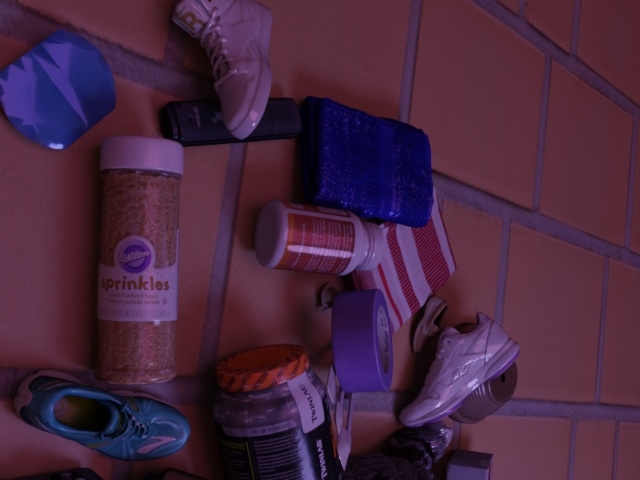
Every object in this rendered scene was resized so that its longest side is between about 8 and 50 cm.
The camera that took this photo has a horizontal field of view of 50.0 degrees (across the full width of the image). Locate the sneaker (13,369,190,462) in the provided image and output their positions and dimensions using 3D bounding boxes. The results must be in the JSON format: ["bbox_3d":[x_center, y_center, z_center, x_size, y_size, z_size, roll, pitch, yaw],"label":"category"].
[{"bbox_3d":[-0.301,0.266,0.991,0.275,0.110,0.107,27,71,-39],"label":"sneaker"}]

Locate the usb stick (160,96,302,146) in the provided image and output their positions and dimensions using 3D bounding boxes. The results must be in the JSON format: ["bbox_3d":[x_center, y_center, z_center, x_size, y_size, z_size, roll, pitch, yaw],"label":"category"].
[{"bbox_3d":[-0.145,-0.207,1.185,0.278,0.045,0.077,-12,95,-41],"label":"usb stick"}]

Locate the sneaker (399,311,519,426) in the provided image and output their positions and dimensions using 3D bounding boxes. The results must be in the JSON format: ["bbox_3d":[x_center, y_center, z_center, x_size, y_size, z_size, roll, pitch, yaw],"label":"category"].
[{"bbox_3d":[0.278,0.281,1.496,0.305,0.114,0.152,-38,80,-7],"label":"sneaker"}]

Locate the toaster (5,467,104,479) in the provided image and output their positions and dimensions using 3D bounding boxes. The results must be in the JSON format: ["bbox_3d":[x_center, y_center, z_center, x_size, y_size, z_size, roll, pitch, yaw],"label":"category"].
[{"bbox_3d":[-0.377,0.413,0.919,0.168,0.110,0.186,5,86,-41],"label":"toaster"}]

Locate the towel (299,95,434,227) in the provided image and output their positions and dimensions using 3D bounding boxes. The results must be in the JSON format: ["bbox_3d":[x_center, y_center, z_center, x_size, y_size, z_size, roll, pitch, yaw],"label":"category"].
[{"bbox_3d":[0.101,-0.154,1.349,0.308,0.076,0.228,8,70,-37],"label":"towel"}]

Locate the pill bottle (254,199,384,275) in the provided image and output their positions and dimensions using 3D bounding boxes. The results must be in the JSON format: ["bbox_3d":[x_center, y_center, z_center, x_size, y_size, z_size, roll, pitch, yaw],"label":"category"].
[{"bbox_3d":[0.000,0.000,1.232,0.216,0.121,0.121,8,84,-27],"label":"pill bottle"}]

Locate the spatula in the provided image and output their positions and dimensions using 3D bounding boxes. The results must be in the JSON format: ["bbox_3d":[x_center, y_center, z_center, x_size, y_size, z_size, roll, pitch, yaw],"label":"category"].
[{"bbox_3d":[0.036,0.290,1.264,0.242,0.019,0.168,-72,148,-75],"label":"spatula"}]

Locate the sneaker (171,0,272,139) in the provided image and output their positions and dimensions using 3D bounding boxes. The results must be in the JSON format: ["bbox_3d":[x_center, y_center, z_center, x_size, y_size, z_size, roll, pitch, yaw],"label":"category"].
[{"bbox_3d":[-0.169,-0.306,1.102,0.169,0.108,0.293,25,47,-36],"label":"sneaker"}]

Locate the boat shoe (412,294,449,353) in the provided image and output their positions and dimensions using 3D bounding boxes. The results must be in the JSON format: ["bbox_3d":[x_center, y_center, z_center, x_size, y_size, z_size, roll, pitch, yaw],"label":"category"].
[{"bbox_3d":[0.244,0.189,1.511,0.050,0.045,0.136,20,90,-55],"label":"boat shoe"}]

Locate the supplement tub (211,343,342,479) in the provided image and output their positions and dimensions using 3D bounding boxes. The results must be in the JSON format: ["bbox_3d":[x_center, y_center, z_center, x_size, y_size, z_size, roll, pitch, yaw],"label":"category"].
[{"bbox_3d":[-0.071,0.345,1.141,0.193,0.193,0.316,-17,101,-41],"label":"supplement tub"}]

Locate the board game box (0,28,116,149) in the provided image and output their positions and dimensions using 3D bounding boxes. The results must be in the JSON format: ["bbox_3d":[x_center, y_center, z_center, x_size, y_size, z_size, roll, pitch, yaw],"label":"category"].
[{"bbox_3d":[-0.378,-0.214,0.987,0.169,0.033,0.133,-49,125,-26],"label":"board game box"}]

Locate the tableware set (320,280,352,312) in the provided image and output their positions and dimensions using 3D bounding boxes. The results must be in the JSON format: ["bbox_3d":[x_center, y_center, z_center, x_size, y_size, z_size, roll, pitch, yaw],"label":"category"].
[{"bbox_3d":[0.048,0.070,1.370,0.141,0.020,0.169,-4,92,-42],"label":"tableware set"}]

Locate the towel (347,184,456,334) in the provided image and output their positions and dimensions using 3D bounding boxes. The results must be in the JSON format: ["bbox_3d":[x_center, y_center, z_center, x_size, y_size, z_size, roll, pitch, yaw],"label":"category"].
[{"bbox_3d":[0.182,0.047,1.466,0.329,0.037,0.237,-37,118,-39],"label":"towel"}]

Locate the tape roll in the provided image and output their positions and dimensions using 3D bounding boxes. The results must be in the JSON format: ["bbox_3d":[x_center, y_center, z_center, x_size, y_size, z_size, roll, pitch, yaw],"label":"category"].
[{"bbox_3d":[0.081,0.187,1.282,0.189,0.080,0.189,-7,90,-76],"label":"tape roll"}]

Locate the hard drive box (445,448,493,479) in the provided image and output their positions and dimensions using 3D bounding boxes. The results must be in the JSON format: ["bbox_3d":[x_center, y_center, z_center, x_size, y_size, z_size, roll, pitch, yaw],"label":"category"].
[{"bbox_3d":[0.325,0.597,1.513,0.181,0.089,0.232,18,75,-71],"label":"hard drive box"}]

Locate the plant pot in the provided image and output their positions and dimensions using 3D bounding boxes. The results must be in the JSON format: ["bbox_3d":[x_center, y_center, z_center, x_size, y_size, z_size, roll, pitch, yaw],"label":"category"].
[{"bbox_3d":[0.382,0.314,1.607,0.237,0.109,0.238,2,88,-41],"label":"plant pot"}]

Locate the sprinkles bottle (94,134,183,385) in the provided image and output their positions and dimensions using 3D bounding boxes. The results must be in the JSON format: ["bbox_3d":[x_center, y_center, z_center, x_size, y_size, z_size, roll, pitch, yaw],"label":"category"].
[{"bbox_3d":[-0.268,0.028,1.019,0.121,0.121,0.356,2,88,-42],"label":"sprinkles bottle"}]

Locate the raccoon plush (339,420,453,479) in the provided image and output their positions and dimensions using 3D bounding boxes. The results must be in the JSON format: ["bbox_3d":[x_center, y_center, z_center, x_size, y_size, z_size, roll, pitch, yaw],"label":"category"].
[{"bbox_3d":[0.163,0.580,1.353,0.446,0.216,0.299,-12,105,-42],"label":"raccoon plush"}]

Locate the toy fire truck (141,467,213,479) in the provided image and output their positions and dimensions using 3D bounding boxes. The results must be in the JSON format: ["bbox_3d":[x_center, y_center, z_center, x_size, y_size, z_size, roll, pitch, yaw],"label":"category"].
[{"bbox_3d":[-0.203,0.481,1.075,0.246,0.158,0.217,79,25,-73],"label":"toy fire truck"}]
